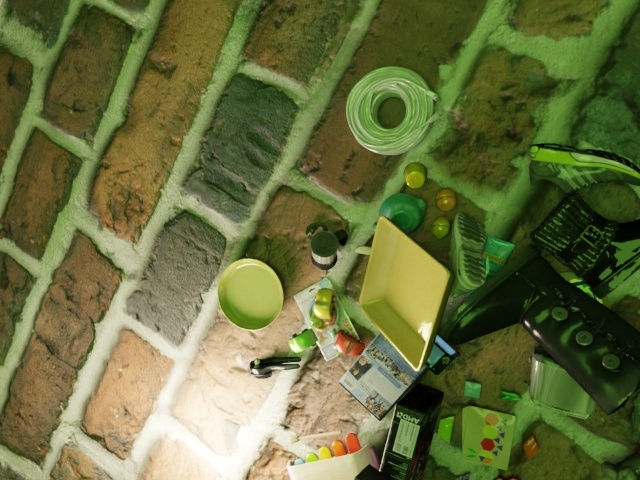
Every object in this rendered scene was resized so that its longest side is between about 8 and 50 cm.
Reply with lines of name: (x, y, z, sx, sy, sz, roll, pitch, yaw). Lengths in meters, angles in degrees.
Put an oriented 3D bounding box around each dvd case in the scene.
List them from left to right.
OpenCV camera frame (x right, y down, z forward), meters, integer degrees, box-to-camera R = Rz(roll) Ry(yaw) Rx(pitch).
dvd case: (0.193, 0.415, 1.869, 0.180, 0.022, 0.253, 41, 110, 12)

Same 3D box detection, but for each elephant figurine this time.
elephant figurine: (0.880, 0.566, 1.593, 0.186, 0.169, 0.239, 39, 90, -17)

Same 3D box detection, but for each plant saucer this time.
plant saucer: (-0.228, 0.177, 2.001, 0.241, 0.037, 0.240, 2, 95, 19)
plant saucer: (0.252, 0.140, 1.711, 0.333, 0.081, 0.332, 46, 134, 48)

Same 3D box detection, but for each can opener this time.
can opener: (-0.150, 0.410, 1.990, 0.186, 0.073, 0.059, -15, 50, 17)

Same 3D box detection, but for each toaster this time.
toaster: (0.680, 0.391, 1.656, 0.227, 0.129, 0.146, 12, 102, 16)

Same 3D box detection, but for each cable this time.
cable: (0.209, -0.382, 1.780, 0.257, 0.089, 0.257, -45, 79, 17)

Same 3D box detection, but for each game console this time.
game console: (0.328, 0.322, 1.792, 0.144, 0.085, 0.124, 43, 106, 12)

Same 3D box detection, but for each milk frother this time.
milk frother: (0.000, 0.000, 1.855, 0.143, 0.134, 0.129, 33, 73, 11)

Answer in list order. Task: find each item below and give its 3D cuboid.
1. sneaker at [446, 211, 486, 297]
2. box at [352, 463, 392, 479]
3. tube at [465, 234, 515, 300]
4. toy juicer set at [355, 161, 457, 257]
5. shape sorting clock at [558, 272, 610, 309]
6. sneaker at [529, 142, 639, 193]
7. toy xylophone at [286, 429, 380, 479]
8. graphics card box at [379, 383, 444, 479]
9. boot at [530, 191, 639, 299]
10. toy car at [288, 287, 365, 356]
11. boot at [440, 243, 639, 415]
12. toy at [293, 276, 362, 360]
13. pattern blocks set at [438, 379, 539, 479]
sneaker: (0.387, 0.034, 1.680, 0.105, 0.281, 0.115, 28, 135, -12)
box: (0.133, 0.748, 1.639, 0.153, 0.108, 0.207, 31, 105, 23)
tube: (0.484, 0.094, 1.745, 0.080, 0.052, 0.207, 22, 96, 3)
toy juicer set: (0.273, -0.056, 1.796, 0.209, 0.089, 0.329, 29, 116, -6)
shape sorting clock: (0.694, 0.191, 1.678, 0.206, 0.040, 0.206, 0, 91, 22)
sneaker: (0.709, -0.182, 1.625, 0.300, 0.111, 0.121, 15, 115, 19)
toy xylophone: (0.027, 0.715, 1.929, 0.323, 0.081, 0.236, -11, 91, 20)
graphics card box: (0.253, 0.628, 1.764, 0.094, 0.233, 0.370, 15, 98, 25)
boot: (0.762, -0.045, 1.584, 0.348, 0.131, 0.260, -43, 74, 7)
toy car: (-0.009, 0.292, 1.868, 0.225, 0.053, 0.239, -31, 89, 21)
boot: (0.592, 0.275, 1.572, 0.367, 0.146, 0.445, -43, 67, -1)
toy: (0.015, 0.253, 1.912, 0.137, 0.056, 0.237, -30, 84, 17)
pattern blocks set: (0.494, 0.586, 1.786, 0.286, 0.026, 0.324, 17, 100, 17)
